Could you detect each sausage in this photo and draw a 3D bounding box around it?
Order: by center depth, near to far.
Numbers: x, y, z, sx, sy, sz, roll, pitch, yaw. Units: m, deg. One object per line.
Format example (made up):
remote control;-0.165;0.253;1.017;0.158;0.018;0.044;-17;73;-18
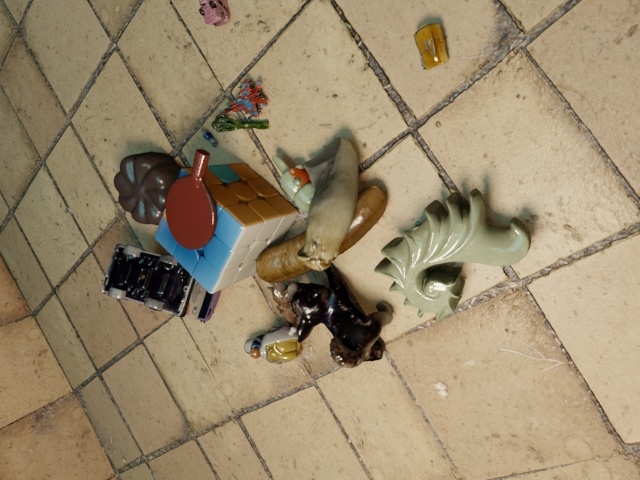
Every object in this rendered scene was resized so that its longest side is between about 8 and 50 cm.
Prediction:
sausage;0.002;0.002;1.439;0.501;0.123;0.136;-31;91;26

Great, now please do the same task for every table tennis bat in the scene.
table tennis bat;-0.374;-0.115;1.362;0.200;0.038;0.310;31;116;22

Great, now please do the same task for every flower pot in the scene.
flower pot;0.336;0.030;1.232;0.254;0.165;0.367;46;122;7

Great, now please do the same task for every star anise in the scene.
star anise;-0.114;0.200;1.590;0.171;0.063;0.208;52;152;13

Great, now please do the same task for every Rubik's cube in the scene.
Rubik's cube;-0.308;-0.054;1.533;0.292;0.291;0.290;41;121;17

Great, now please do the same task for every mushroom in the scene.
mushroom;0.023;-0.101;1.286;0.177;0.396;0.126;-27;132;33

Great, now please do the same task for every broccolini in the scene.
broccolini;-0.265;-0.397;1.572;0.216;0.058;0.067;2;145;24

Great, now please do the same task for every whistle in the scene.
whistle;-0.069;-0.174;1.463;0.253;0.106;0.101;50;147;18
whistle;-0.399;-0.368;1.667;0.083;0.029;0.033;48;138;4

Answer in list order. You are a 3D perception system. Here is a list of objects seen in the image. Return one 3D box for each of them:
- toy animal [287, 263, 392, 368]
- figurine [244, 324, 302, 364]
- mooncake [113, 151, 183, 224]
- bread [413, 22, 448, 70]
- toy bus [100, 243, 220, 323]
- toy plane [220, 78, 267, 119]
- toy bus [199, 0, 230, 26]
toy animal;0.037;0.228;1.387;0.344;0.303;0.194;33;114;20
figurine;-0.159;0.364;1.641;0.274;0.194;0.133;149;121;-72
mooncake;-0.649;-0.199;1.794;0.306;0.154;0.305;7;105;28
bread;0.282;-0.497;1.194;0.072;0.053;0.105;-10;102;37
toy bus;-0.593;0.166;1.789;0.440;0.249;0.209;9;77;30
toy plane;-0.257;-0.451;1.538;0.189;0.061;0.130;-14;95;38
toy bus;-0.354;-0.792;1.490;0.063;0.090;0.203;-12;95;34
